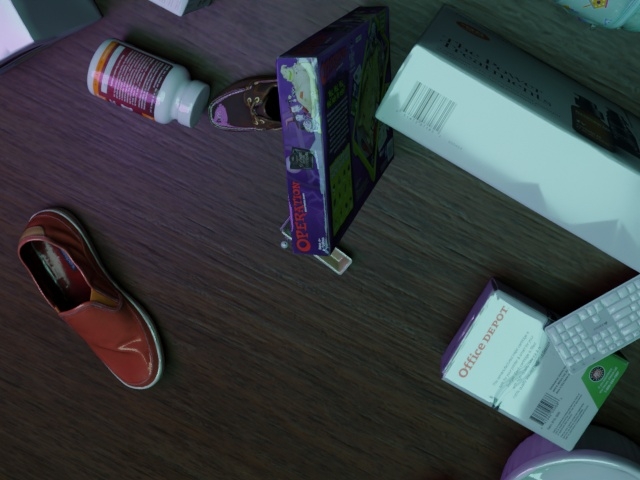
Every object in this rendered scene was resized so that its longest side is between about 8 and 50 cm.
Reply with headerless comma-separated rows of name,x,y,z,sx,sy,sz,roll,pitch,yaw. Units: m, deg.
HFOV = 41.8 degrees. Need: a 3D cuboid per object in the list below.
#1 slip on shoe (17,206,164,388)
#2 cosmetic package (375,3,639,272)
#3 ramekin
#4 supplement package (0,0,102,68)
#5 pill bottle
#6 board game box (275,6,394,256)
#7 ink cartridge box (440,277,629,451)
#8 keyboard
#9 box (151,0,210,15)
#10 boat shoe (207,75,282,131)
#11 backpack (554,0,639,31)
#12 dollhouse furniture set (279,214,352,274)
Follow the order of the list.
slip on shoe,-0.364,0.105,1.319,0.123,0.101,0.331,-24,107,20
cosmetic package,0.266,-0.120,0.960,0.377,0.284,0.097,30,115,0
ramekin,0.386,0.395,1.239,0.272,0.127,0.273,6,114,12
supplement package,-0.443,-0.303,1.109,0.203,0.194,0.149,-21,107,22
pill bottle,-0.235,-0.213,1.155,0.152,0.086,0.086,23,116,4
board game box,0.030,-0.144,0.974,0.056,0.347,0.208,6,114,14
ink cartridge box,0.291,0.169,1.171,0.208,0.087,0.153,30,101,0
keyboard,0.424,0.084,1.104,0.256,0.014,0.072,-30,92,2
box,-0.180,-0.355,1.071,0.087,0.101,0.102,29,117,1
boat shoe,-0.064,-0.187,1.133,0.207,0.073,0.073,-10,111,19
backpack,0.330,-0.311,0.914,0.144,0.188,0.166,33,116,-1
dollhouse furniture set,0.000,0.000,1.190,0.114,0.081,0.091,37,116,-4
